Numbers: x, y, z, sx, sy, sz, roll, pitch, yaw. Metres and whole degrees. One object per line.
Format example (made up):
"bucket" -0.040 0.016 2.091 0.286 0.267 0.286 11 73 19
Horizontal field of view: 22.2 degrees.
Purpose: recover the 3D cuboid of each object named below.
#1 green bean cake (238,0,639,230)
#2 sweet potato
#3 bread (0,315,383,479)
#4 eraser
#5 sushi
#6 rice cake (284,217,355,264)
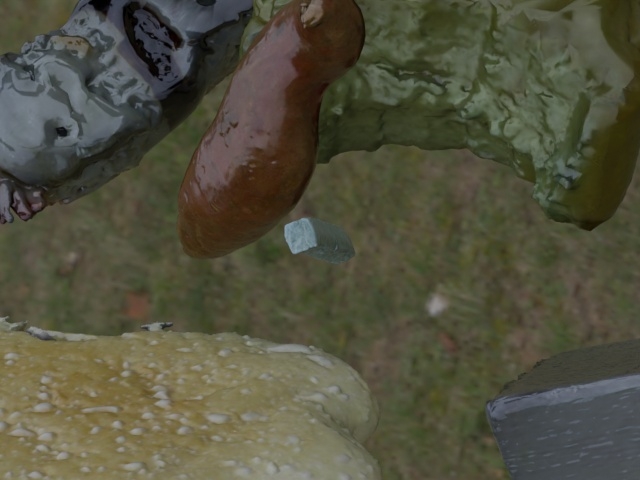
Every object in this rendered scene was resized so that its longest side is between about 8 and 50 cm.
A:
"green bean cake" 0.078 -0.126 0.978 0.124 0.236 0.233 88 -169 -50
"sweet potato" -0.025 -0.043 0.732 0.058 0.055 0.202 45 138 11
"bread" -0.098 0.087 0.670 0.182 0.250 0.039 -77 -11 -67
"eraser" 0.200 0.115 1.110 0.111 0.352 0.077 -11 88 16
"sushi" -0.146 -0.139 1.255 0.332 0.130 0.124 -41 82 -9
"rice cake" 0.000 0.000 2.062 0.042 0.245 0.045 -22 81 11
